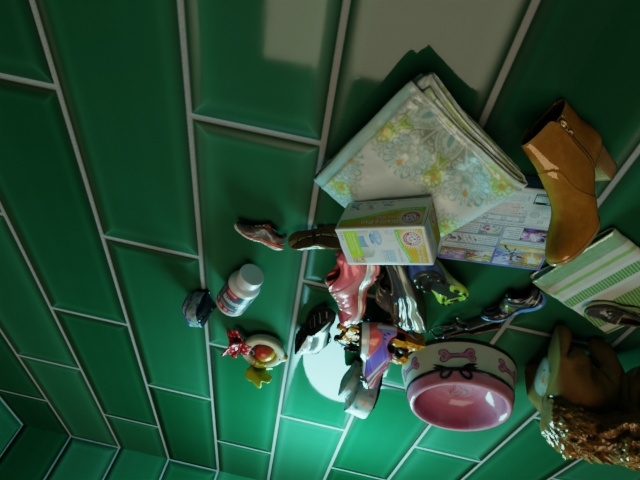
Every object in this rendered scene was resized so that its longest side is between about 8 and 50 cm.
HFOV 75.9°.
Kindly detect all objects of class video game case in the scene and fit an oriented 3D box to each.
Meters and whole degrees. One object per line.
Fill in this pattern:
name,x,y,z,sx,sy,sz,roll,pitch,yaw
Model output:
video game case,0.440,-0.047,1.017,0.270,0.061,0.244,7,131,8

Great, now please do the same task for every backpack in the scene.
backpack,-0.431,0.243,1.432,0.084,0.114,0.105,-1,131,13
backpack,0.148,0.554,1.531,0.145,0.188,0.165,22,133,-7

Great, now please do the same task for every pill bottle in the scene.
pill bottle,-0.256,0.157,1.323,0.108,0.108,0.180,29,130,-13

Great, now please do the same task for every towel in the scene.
towel,0.204,-0.140,0.919,0.320,0.090,0.374,42,135,-10
towel,0.778,0.120,1.110,0.325,0.038,0.248,32,130,-14

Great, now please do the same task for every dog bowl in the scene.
dog bowl,0.491,0.530,1.461,0.408,0.150,0.407,7,132,8

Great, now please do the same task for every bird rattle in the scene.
bird rattle,-0.242,0.421,1.578,0.207,0.143,0.253,-23,110,16

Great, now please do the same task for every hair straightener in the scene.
hair straightener,0.447,0.267,1.315,0.231,0.047,0.089,-18,125,31

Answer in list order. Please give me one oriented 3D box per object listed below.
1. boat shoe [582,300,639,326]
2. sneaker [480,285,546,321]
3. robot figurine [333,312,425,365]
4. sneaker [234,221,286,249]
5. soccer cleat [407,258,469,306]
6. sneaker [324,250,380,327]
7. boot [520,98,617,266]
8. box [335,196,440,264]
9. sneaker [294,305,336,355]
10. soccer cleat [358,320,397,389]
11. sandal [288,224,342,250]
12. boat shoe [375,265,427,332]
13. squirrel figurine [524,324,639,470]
boat shoe,0.801,0.203,1.117,0.152,0.049,0.056,5,131,9
sneaker,0.556,0.182,1.205,0.188,0.067,0.078,-32,97,35
robot figurine,0.190,0.326,1.389,0.291,0.085,0.211,22,132,-8
sneaker,-0.169,-0.030,1.185,0.158,0.061,0.064,23,105,-9
soccer cleat,0.335,0.103,1.151,0.093,0.121,0.289,-28,143,28
sneaker,0.072,0.133,1.209,0.136,0.115,0.313,4,129,-11
boot,0.472,-0.119,0.828,0.211,0.295,0.104,36,166,-15
box,0.154,-0.019,0.923,0.203,0.103,0.114,-1,130,28
sneaker,-0.003,0.316,1.428,0.108,0.100,0.271,13,138,-18
soccer cleat,0.184,0.377,1.311,0.117,0.108,0.318,-1,129,8
sandal,0.000,0.000,1.156,0.180,0.072,0.049,-6,159,8
boat shoe,0.221,0.155,1.200,0.130,0.132,0.355,-10,127,20
squirrel figurine,0.836,0.482,1.175,0.371,0.397,0.280,14,128,12
